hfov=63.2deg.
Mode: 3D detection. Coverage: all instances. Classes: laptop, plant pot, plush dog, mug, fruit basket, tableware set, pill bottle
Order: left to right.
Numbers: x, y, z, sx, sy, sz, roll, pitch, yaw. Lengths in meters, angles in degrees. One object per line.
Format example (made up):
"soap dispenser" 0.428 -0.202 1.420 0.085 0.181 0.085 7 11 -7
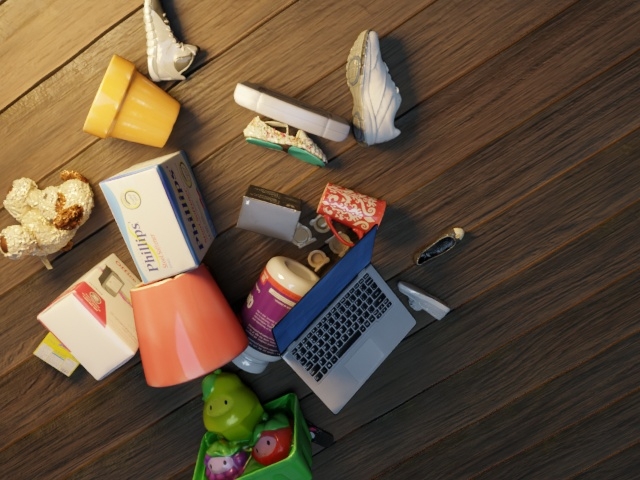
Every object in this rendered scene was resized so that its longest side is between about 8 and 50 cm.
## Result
"plush dog" -0.697 -0.068 1.388 0.225 0.262 0.211 -33 139 17
"plant pot" -0.469 -0.332 1.321 0.188 0.205 0.205 23 105 -26
"plant pot" -0.350 0.202 1.334 0.275 0.275 0.243 -18 97 3
"fruit basket" -0.238 0.585 1.572 0.392 0.283 0.391 -1 119 -1
"pill bottle" -0.138 0.217 1.498 0.182 0.181 0.322 29 103 -11
"tableware set" 0.000 0.000 1.522 0.141 0.020 0.168 -37 105 9
"mug" 0.079 -0.076 1.444 0.169 0.150 0.113 22 144 -5
"laptop" 0.091 0.230 1.411 0.382 0.236 0.408 -44 106 -17

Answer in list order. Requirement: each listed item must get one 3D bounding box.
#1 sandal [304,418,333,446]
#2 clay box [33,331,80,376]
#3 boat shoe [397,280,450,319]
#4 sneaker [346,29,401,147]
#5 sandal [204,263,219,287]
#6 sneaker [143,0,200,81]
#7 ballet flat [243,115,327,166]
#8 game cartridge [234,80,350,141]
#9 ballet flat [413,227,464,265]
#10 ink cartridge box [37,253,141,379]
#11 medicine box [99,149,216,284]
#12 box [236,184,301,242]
"sandal" -0.036 0.633 1.703 0.179 0.040 0.067 27 104 -10
"clay box" -0.737 0.286 1.559 0.127 0.053 0.222 39 100 -13
"boat shoe" 0.303 0.185 1.575 0.184 0.066 0.063 27 103 -20
"sneaker" 0.145 -0.400 1.378 0.129 0.111 0.297 -11 112 -16
"sandal" -0.357 0.215 1.527 0.086 0.120 0.302 8 107 9
"sneaker" -0.373 -0.519 1.322 0.132 0.086 0.228 1 117 -8
"ballet flat" -0.086 -0.273 1.407 0.241 0.091 0.077 18 81 -12
"game cartridge" -0.071 -0.330 1.327 0.294 0.196 0.060 19 104 -8
"ballet flat" 0.350 0.024 1.529 0.173 0.049 0.057 -36 106 8
"ink cartridge box" -0.578 0.192 1.405 0.131 0.306 0.226 -36 106 8
"medicine box" -0.401 -0.072 1.341 0.149 0.289 0.263 -18 107 3
"box" -0.137 -0.076 1.420 0.156 0.158 0.093 15 106 -6
